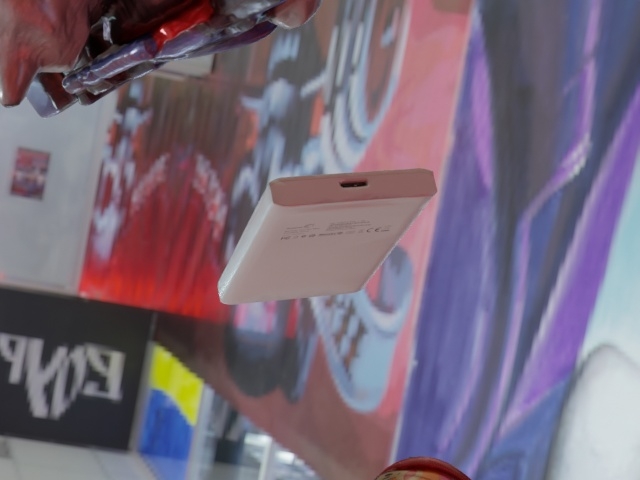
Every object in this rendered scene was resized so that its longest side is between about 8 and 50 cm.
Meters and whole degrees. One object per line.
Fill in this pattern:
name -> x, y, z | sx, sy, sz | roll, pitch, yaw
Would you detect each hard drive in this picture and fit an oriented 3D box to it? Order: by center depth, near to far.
hard drive -> 0.000, 0.000, 1.649 | 0.203, 0.040, 0.307 | -5, 158, -18

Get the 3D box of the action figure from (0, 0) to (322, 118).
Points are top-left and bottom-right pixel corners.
action figure -> -0.085, -0.186, 0.655 | 0.178, 0.330, 0.341 | 48, 144, -19

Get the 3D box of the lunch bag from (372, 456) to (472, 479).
lunch bag -> 0.095, 0.329, 0.936 | 0.293, 0.258, 0.120 | 38, -165, 6
